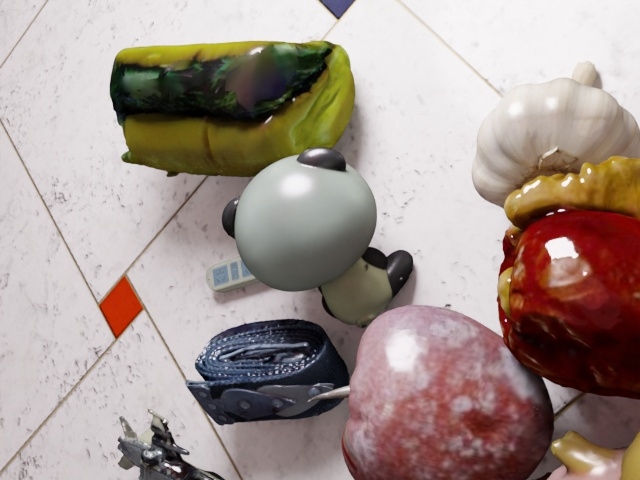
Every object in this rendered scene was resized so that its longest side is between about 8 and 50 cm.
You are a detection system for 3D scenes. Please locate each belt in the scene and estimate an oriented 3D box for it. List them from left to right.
[{"bbox_3d":[-0.062,0.193,1.085,0.218,0.128,0.122,-11,37,29],"label":"belt"}]

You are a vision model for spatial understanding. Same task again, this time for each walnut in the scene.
[{"bbox_3d":[0.319,0.040,0.795,0.269,0.222,0.243,8,87,12],"label":"walnut"}]

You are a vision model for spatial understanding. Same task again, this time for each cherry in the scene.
[{"bbox_3d":[0.125,0.195,0.905,0.286,0.213,0.236,1,99,14],"label":"cherry"}]

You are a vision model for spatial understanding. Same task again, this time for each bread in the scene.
[{"bbox_3d":[-0.136,-0.200,1.145,0.377,0.251,0.208,2,107,34],"label":"bread"}]

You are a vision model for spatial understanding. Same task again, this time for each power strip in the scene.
[{"bbox_3d":[-0.104,0.043,1.194,0.191,0.030,0.047,-18,71,30],"label":"power strip"}]

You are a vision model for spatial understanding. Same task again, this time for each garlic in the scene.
[{"bbox_3d":[0.286,-0.139,0.918,0.199,0.199,0.226,-4,49,33],"label":"garlic"}]

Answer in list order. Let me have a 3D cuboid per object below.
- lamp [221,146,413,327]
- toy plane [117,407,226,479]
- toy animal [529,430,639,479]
[{"bbox_3d":[0.000,0.000,1.017,0.198,0.244,0.197,-34,24,18],"label":"lamp"},{"bbox_3d":[-0.212,0.359,1.163,0.262,0.088,0.192,22,120,32],"label":"toy plane"},{"bbox_3d":[0.327,0.250,0.735,0.195,0.169,0.281,45,128,5],"label":"toy animal"}]
